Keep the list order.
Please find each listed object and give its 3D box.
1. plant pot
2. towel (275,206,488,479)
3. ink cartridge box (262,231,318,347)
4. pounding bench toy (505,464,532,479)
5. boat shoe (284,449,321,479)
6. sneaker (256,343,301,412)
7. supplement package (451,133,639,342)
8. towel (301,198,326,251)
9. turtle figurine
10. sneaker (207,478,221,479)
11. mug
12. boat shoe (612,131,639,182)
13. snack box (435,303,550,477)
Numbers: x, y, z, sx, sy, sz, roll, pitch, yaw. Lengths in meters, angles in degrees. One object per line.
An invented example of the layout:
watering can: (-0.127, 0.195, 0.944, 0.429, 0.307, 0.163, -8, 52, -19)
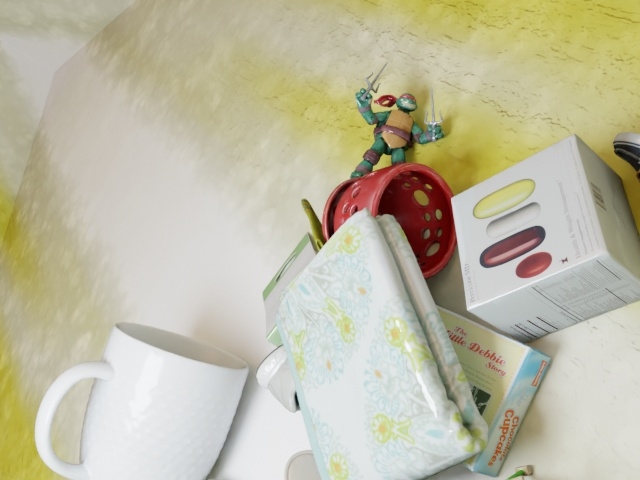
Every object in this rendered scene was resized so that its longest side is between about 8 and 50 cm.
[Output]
plant pot: (0.107, -0.026, 1.278, 0.174, 0.191, 0.191, -6, 63, 54)
towel: (0.063, 0.182, 1.130, 0.320, 0.090, 0.374, -48, 55, 48)
ink cartridge box: (-0.044, 0.095, 1.490, 0.171, 0.056, 0.235, -53, 14, 11)
pounding bench toy: (0.255, 0.327, 0.982, 0.052, 0.065, 0.083, -34, 44, 32)
boat shoe: (0.000, 0.496, 1.172, 0.112, 0.095, 0.335, -8, 59, 6)
sneaker: (0.008, 0.196, 1.350, 0.262, 0.099, 0.121, -51, 58, 12)
supplement package: (0.313, 0.003, 1.048, 0.203, 0.149, 0.194, -29, 48, 34)
towel: (0.000, 0.000, 1.397, 0.021, 0.102, 0.237, -29, 21, 4)
turtle figurine: (0.142, -0.202, 1.412, 0.175, 0.118, 0.234, 16, 79, 11)
sneaker: (-0.225, 0.576, 1.380, 0.297, 0.111, 0.129, -60, 21, -4)
mug: (-0.352, 0.344, 1.431, 0.276, 0.374, 0.328, 16, 86, 47)
boat shoe: (0.447, -0.080, 1.012, 0.083, 0.065, 0.183, -55, 38, 6)
snack box: (0.175, 0.198, 1.161, 0.322, 0.060, 0.187, 24, 88, 53)
